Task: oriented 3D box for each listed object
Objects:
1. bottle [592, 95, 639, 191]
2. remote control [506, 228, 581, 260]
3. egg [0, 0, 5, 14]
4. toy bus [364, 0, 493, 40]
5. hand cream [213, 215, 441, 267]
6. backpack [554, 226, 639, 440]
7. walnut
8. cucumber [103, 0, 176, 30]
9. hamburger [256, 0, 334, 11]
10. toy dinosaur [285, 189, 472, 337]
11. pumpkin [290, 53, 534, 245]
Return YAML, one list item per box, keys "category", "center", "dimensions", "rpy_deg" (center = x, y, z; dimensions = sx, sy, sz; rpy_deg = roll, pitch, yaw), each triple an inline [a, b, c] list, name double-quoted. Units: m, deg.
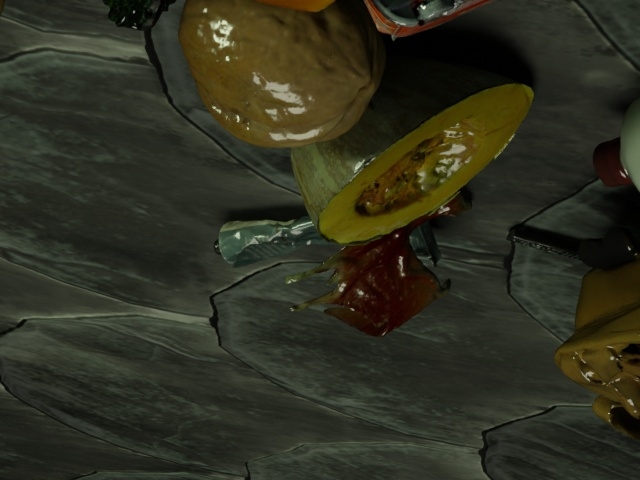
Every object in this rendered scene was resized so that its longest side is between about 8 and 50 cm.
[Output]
- category: "bottle"
  center: [0.326, -0.085, 1.604]
  dimensions: [0.104, 0.104, 0.245]
  rpy_deg: [28, 152, -35]
- category: "remote control"
  center: [0.231, 0.004, 1.970]
  dimensions: [0.091, 0.016, 0.034]
  rpy_deg: [15, 173, -8]
- category: "egg"
  center: [-0.360, -0.198, 1.523]
  dimensions: [0.244, 0.201, 0.201]
  rpy_deg: [3, 156, 14]
- category: "toy bus"
  center: [0.105, -0.198, 1.378]
  dimensions: [0.174, 0.079, 0.077]
  rpy_deg: [-24, 173, -11]
- category: "hand cream"
  center: [0.000, 0.001, 2.022]
  dimensions: [0.247, 0.052, 0.075]
  rpy_deg: [-2, 155, 27]
- category: "backpack"
  center: [0.417, 0.099, 1.869]
  dimensions: [0.378, 0.201, 0.353]
  rpy_deg: [19, 158, -24]
- category: "walnut"
  center: [-0.031, -0.147, 1.562]
  dimensions: [0.166, 0.149, 0.166]
  rpy_deg: [20, -179, 0]
- category: "cucumber"
  center: [-0.123, -0.245, 1.467]
  dimensions: [0.077, 0.077, 0.265]
  rpy_deg: [13, 159, -6]
- category: "hamburger"
  center: [-0.011, -0.232, 1.428]
  dimensions: [0.137, 0.087, 0.166]
  rpy_deg: [16, 158, -14]
- category: "toy dinosaur"
  center: [0.034, -0.019, 1.868]
  dimensions: [0.113, 0.206, 0.327]
  rpy_deg: [45, -175, 34]
- category: "pumpkin"
  center: [0.061, -0.092, 1.679]
  dimensions: [0.110, 0.217, 0.217]
  rpy_deg: [49, 164, 16]
